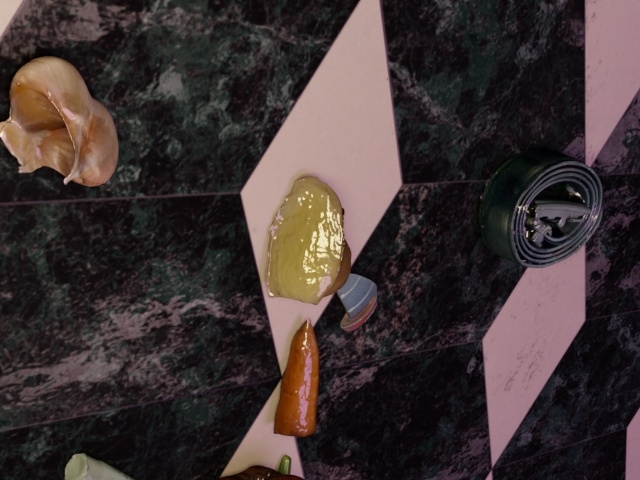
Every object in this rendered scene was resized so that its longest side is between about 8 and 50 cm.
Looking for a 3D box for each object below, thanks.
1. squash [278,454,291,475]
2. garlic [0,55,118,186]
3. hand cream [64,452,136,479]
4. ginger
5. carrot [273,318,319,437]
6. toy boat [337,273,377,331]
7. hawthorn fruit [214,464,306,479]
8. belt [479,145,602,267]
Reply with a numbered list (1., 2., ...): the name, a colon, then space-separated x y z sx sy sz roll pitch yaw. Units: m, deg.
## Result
1. squash: -0.064 0.409 1.959 0.027 0.027 0.089 -13 120 -38
2. garlic: -0.306 -0.138 1.360 0.124 0.099 0.174 -49 139 -31
3. hand cream: -0.292 0.372 1.695 0.050 0.078 0.205 -55 133 -5
4. ginger: 0.000 -0.003 1.735 0.122 0.115 0.193 -17 119 -62
5. carrot: -0.033 0.222 1.848 0.072 0.072 0.205 -10 115 -39
6. toy boat: 0.052 0.083 1.866 0.096 0.034 0.122 -45 135 -21
7. hawthorn fruit: -0.096 0.495 1.831 0.208 0.208 0.248 -10 102 -39
8. belt: 0.408 -0.058 2.052 0.267 0.116 0.207 -12 117 -35
